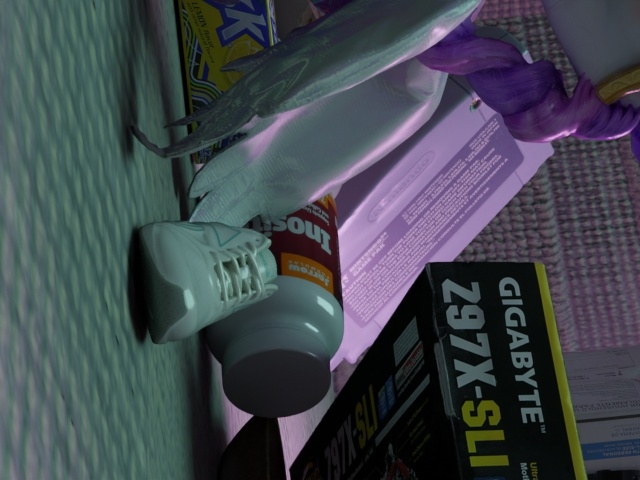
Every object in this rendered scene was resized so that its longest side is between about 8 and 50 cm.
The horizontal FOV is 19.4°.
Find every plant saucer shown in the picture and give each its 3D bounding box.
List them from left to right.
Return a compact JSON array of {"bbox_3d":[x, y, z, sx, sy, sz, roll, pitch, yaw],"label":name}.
[{"bbox_3d":[-0.037,0.201,1.156,0.198,0.036,0.198,-6,90,-88],"label":"plant saucer"}]

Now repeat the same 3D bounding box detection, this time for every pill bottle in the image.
[{"bbox_3d":[-0.029,0.030,1.149,0.086,0.086,0.152,83,2,-46],"label":"pill bottle"}]

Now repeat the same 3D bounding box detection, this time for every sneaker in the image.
[{"bbox_3d":[-0.052,0.013,0.884,0.152,0.061,0.053,-75,162,-81],"label":"sneaker"}]

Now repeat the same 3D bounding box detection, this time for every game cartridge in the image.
[{"bbox_3d":[0.070,-0.033,1.529,0.062,0.297,0.198,42,-4,33],"label":"game cartridge"}]

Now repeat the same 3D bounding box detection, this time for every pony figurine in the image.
[{"bbox_3d":[0.045,-0.160,0.991,0.303,0.351,0.363,101,-35,-84],"label":"pony figurine"}]

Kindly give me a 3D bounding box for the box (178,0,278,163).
[{"bbox_3d":[-0.057,-0.135,1.168,0.054,0.059,0.169,-89,174,-83],"label":"box"}]

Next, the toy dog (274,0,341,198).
[{"bbox_3d":[-0.030,-0.150,1.400,0.333,0.161,0.220,-51,140,-66],"label":"toy dog"}]

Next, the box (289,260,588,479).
[{"bbox_3d":[0.066,0.196,1.094,0.322,0.079,0.257,118,-30,-58],"label":"box"}]

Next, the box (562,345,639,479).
[{"bbox_3d":[0.169,0.222,1.267,0.087,0.169,0.290,-103,-170,-66],"label":"box"}]
